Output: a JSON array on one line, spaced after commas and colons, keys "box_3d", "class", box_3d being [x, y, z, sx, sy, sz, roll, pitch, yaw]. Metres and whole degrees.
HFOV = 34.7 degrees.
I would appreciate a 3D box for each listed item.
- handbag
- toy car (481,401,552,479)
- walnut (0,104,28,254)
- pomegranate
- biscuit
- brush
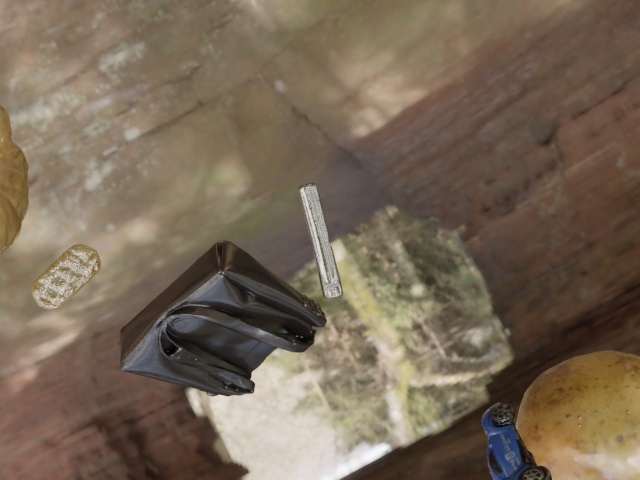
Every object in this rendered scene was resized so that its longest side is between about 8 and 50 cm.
[{"box_3d": [-0.159, 0.152, 1.673, 0.257, 0.113, 0.285, 30, 121, -33], "class": "handbag"}, {"box_3d": [0.240, 0.283, 1.249, 0.063, 0.103, 0.216, -25, -151, 2], "class": "toy car"}, {"box_3d": [-0.447, -0.061, 1.109, 0.257, 0.257, 0.224, -31, 138, 12], "class": "walnut"}, {"box_3d": [0.430, 0.304, 1.552, 0.281, 0.281, 0.281, -27, 168, -6], "class": "pomegranate"}, {"box_3d": [-0.476, 0.068, 1.918, 0.147, 0.071, 0.018, -44, -173, -7], "class": "biscuit"}, {"box_3d": [0.000, 0.000, 1.641, 0.034, 0.190, 0.027, -13, -170, 5], "class": "brush"}]
